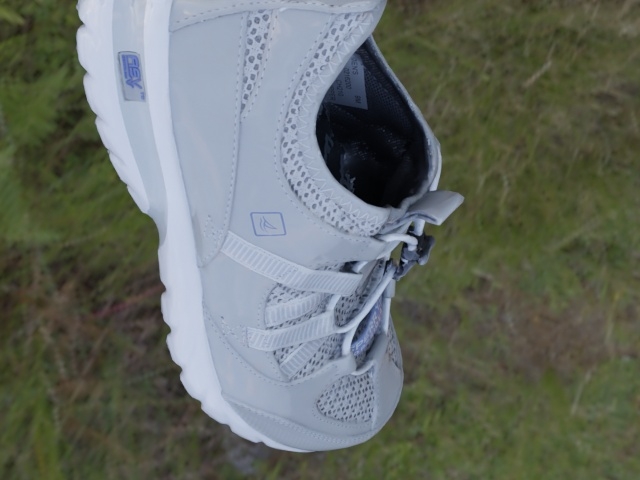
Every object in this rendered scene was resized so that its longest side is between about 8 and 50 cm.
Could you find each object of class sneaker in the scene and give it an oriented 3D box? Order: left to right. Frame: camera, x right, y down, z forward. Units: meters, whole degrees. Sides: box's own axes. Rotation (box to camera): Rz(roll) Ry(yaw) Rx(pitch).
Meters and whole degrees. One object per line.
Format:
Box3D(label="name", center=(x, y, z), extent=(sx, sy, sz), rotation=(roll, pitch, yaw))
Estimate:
Box3D(label="sneaker", center=(0.000, 0.000, 0.584), extent=(0.115, 0.105, 0.281), rotation=(6, 145, 21))
